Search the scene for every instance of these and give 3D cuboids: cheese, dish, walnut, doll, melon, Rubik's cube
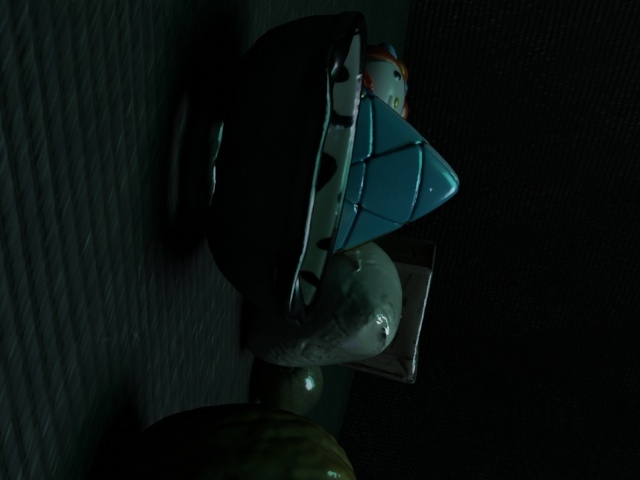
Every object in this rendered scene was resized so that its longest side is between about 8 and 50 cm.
[{"bbox_3d":[0.015,0.076,1.203,0.154,0.198,0.189,56,34,-36],"label":"cheese"},{"bbox_3d":[-0.041,-0.069,0.815,0.303,0.120,0.303,11,90,-83],"label":"dish"},{"bbox_3d":[-0.063,0.223,0.732,0.213,0.213,0.213,11,90,-83],"label":"walnut"},{"bbox_3d":[0.071,-0.227,1.470,0.290,0.129,0.161,-27,123,-63],"label":"doll"},{"bbox_3d":[-0.045,0.206,1.341,0.131,0.098,0.098,98,6,-56],"label":"melon"},{"bbox_3d":[0.047,-0.109,1.108,0.254,0.254,0.255,11,90,-83],"label":"Rubik's cube"}]

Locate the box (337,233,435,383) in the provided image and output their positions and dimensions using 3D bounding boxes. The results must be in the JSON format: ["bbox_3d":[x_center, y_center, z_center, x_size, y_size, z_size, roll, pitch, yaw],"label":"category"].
[{"bbox_3d":[0.071,0.091,1.583,0.297,0.225,0.191,-43,144,-80],"label":"box"}]
